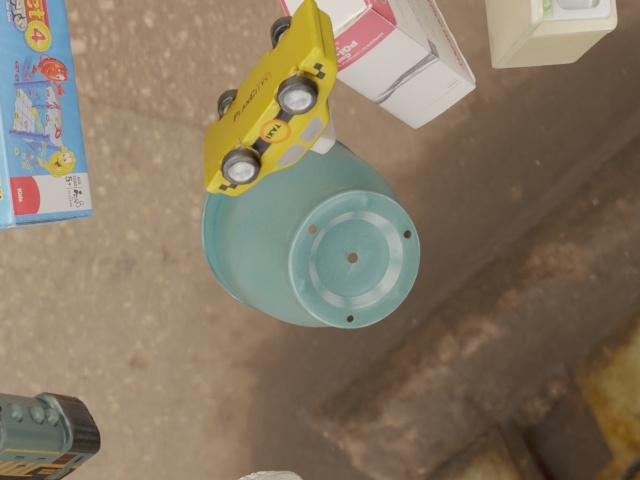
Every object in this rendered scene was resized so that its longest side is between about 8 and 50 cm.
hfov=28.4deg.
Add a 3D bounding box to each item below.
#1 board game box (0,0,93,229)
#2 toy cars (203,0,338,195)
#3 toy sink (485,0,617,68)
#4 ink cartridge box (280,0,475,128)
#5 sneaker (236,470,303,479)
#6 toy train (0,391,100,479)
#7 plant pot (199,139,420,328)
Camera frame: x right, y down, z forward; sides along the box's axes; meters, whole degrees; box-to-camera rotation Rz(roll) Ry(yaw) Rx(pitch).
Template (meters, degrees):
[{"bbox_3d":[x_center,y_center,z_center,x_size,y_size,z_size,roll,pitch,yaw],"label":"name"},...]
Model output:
[{"bbox_3d":[-0.354,-0.151,1.153,0.302,0.308,0.086,-7,-179,40],"label":"board game box"},{"bbox_3d":[0.008,-0.213,1.142,0.087,0.176,0.393,22,87,-27],"label":"toy cars"},{"bbox_3d":[0.306,-0.331,1.664,0.131,0.152,0.234,-5,173,-5],"label":"toy sink"},{"bbox_3d":[0.069,-0.299,1.726,0.117,0.207,0.283,-35,147,21],"label":"ink cartridge box"},{"bbox_3d":[-0.065,0.331,1.420,0.118,0.292,0.110,-17,94,23],"label":"sneaker"},{"bbox_3d":[-0.451,0.285,1.746,0.190,0.142,0.334,-37,157,10],"label":"toy train"},{"bbox_3d":[0.000,0.000,1.707,0.272,0.255,0.271,-5,103,-19],"label":"plant pot"}]
